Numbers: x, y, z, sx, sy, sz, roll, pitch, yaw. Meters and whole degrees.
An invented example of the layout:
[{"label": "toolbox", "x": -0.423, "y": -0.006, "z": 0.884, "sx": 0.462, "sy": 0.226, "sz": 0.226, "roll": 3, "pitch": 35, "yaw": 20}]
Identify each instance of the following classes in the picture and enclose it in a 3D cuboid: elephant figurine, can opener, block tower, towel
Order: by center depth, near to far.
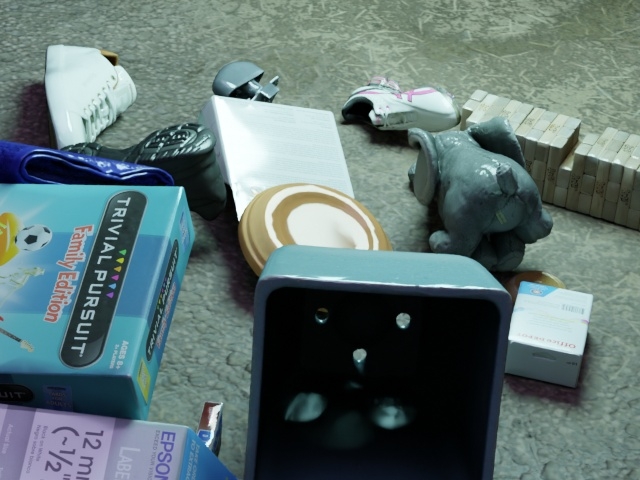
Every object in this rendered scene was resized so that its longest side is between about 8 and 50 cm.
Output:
[{"label": "towel", "x": -0.348, "y": -0.073, "z": 1.850, "sx": 0.308, "sy": 0.076, "sz": 0.227, "roll": 11, "pitch": 2, "yaw": 40}, {"label": "elephant figurine", "x": 0.173, "y": -0.083, "z": 2.046, "sx": 0.169, "sy": 0.186, "sz": 0.239, "roll": 22, "pitch": 32, "yaw": -44}, {"label": "block tower", "x": 0.345, "y": -0.100, "z": 2.181, "sx": 0.335, "sy": 0.097, "sz": 0.091, "roll": 17, "pitch": 36, "yaw": 19}, {"label": "can opener", "x": -0.149, "y": -0.155, "z": 2.193, "sx": 0.095, "sy": 0.076, "sz": 0.283, "roll": 37, "pitch": 42, "yaw": 9}]

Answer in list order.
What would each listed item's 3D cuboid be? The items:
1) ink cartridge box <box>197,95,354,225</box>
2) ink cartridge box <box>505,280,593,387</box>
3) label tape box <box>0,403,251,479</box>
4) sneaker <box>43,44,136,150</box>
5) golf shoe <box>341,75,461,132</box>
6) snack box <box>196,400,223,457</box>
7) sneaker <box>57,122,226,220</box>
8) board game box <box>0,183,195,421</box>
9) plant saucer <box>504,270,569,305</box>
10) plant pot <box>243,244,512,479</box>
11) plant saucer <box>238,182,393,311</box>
[{"label": "ink cartridge box", "x": -0.050, "y": -0.077, "z": 2.096, "sx": 0.181, "sy": 0.056, "sz": 0.225, "roll": 6, "pitch": 54, "yaw": -27}, {"label": "ink cartridge box", "x": 0.264, "y": 0.108, "z": 1.903, "sx": 0.088, "sy": 0.052, "sz": 0.122, "roll": 12, "pitch": 34, "yaw": 9}, {"label": "label tape box", "x": -0.194, "y": 0.288, "z": 1.469, "sx": 0.347, "sy": 0.115, "sz": 0.249, "roll": 5, "pitch": 56, "yaw": 2}, {"label": "sneaker", "x": -0.309, "y": -0.189, "z": 2.202, "sx": 0.123, "sy": 0.106, "sz": 0.290, "roll": -2, "pitch": 34, "yaw": -7}, {"label": "golf shoe", "x": 0.113, "y": -0.175, "z": 2.267, "sx": 0.186, "sy": 0.067, "sz": 0.086, "roll": 14, "pitch": 42, "yaw": 44}, {"label": "snack box", "x": -0.123, "y": 0.243, "z": 1.646, "sx": 0.022, "sy": 0.064, "sz": 0.178, "roll": 7, "pitch": 35, "yaw": 3}, {"label": "sneaker", "x": -0.248, "y": -0.055, "z": 2.024, "sx": 0.286, "sy": 0.130, "sz": 0.109, "roll": -6, "pitch": 31, "yaw": 23}, {"label": "board game box", "x": -0.314, "y": 0.055, "z": 1.609, "sx": 0.336, "sy": 0.079, "sz": 0.254, "roll": 1, "pitch": 45, "yaw": 10}, {"label": "plant saucer", "x": 0.267, "y": 0.060, "z": 2.006, "sx": 0.083, "sy": 0.015, "sz": 0.083, "roll": 4, "pitch": 35, "yaw": -3}, {"label": "plant pot", "x": 0.049, "y": 0.121, "z": 1.705, "sx": 0.247, "sy": 0.248, "sz": 0.252, "roll": 3, "pitch": 17, "yaw": -3}, {"label": "plant saucer", "x": 0.000, "y": 0.000, "z": 1.983, "sx": 0.200, "sy": 0.037, "sz": 0.200, "roll": 14, "pitch": 44, "yaw": -14}]
